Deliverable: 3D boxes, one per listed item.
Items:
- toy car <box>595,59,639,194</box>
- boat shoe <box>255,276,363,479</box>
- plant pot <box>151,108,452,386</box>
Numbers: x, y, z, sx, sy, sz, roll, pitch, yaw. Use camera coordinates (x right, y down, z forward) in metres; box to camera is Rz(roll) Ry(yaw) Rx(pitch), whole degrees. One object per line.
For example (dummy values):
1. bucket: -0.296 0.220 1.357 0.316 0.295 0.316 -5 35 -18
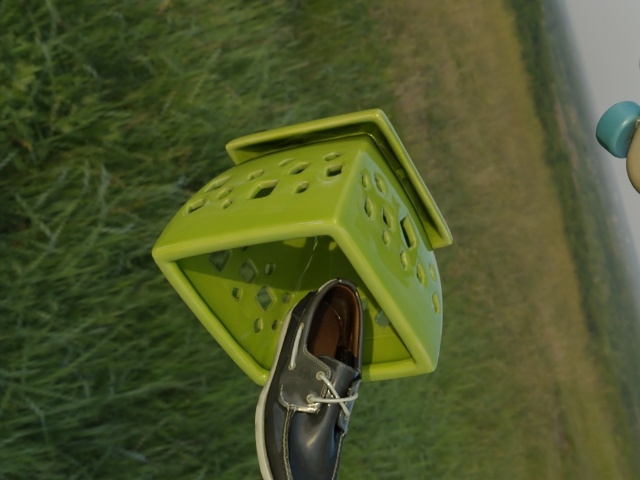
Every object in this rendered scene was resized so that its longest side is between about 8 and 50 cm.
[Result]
1. toy car: 0.532 -0.131 1.393 0.238 0.210 0.219 9 29 -37
2. boat shoe: -0.003 0.139 0.977 0.084 0.079 0.233 28 48 -24
3. plant pot: 0.000 0.000 1.111 0.228 0.227 0.207 55 40 -35
